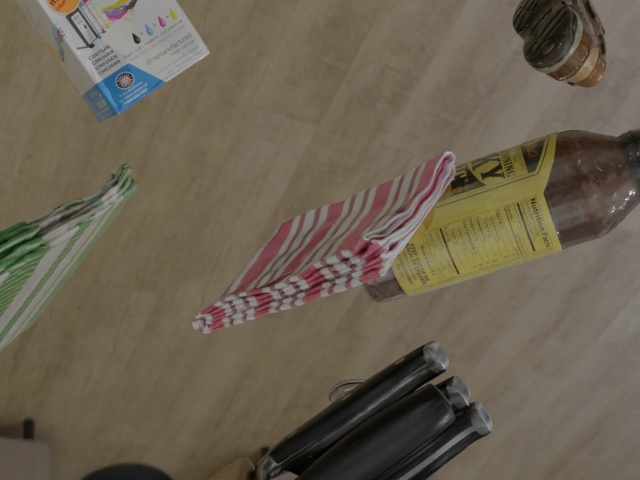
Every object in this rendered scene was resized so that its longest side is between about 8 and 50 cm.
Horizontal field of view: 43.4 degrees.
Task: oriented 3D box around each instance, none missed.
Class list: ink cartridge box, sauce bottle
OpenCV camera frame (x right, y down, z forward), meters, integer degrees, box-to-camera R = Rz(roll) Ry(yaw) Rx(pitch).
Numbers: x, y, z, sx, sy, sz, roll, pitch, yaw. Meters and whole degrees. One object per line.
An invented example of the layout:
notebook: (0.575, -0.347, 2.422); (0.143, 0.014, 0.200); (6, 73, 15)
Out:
ink cartridge box: (-0.312, -0.321, 1.179); (0.171, 0.168, 0.232); (-38, 107, -16)
sauce bottle: (0.197, -0.037, 0.757); (0.345, 0.111, 0.111); (-19, 131, 15)

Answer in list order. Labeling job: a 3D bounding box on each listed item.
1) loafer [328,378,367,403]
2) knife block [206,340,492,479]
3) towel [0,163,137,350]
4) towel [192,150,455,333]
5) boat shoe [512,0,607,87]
loafer: (0.060, 0.177, 0.836); (0.045, 0.039, 0.125); (-45, 135, 17)
knife block: (-0.052, 0.148, 0.339); (0.276, 0.088, 0.242); (11, 87, -2)
towel: (-0.294, 0.056, 0.732); (0.038, 0.325, 0.248); (40, 110, -5)
towel: (0.000, 0.000, 0.605); (0.197, 0.144, 0.029); (-21, 109, 40)
boat shoe: (0.398, -0.345, 1.317); (0.120, 0.324, 0.122); (32, 130, -16)
